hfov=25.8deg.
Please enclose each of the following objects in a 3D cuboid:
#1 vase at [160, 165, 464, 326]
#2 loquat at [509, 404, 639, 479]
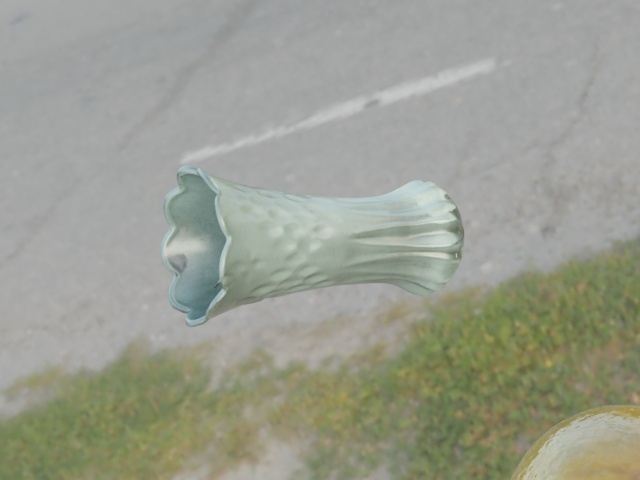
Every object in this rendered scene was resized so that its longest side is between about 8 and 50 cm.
[{"bbox_3d":[0.000,0.000,0.722,0.148,0.081,0.081,-3,15,-28],"label":"vase"},{"bbox_3d":[0.269,0.271,1.189,0.275,0.275,0.275,-20,26,10],"label":"loquat"}]
